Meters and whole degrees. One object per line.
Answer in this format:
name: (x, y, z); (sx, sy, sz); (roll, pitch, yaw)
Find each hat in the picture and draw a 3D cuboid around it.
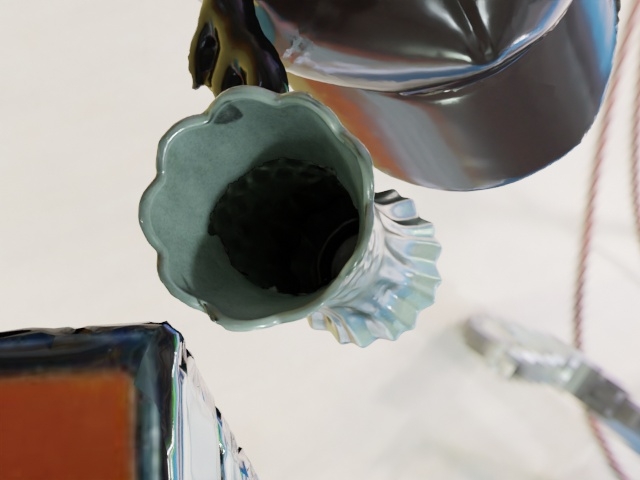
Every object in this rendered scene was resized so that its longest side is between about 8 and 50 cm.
hat: (0.052, -0.128, 0.940); (0.238, 0.209, 0.336); (-31, 121, 5)

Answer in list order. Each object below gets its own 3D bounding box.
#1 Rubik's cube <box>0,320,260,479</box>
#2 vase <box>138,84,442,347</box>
Rubik's cube: (-0.162, 0.199, 0.671); (0.288, 0.283, 0.294); (79, 12, -69)
vase: (0.000, 0.000, 0.708); (0.081, 0.081, 0.148); (-57, 161, 2)
